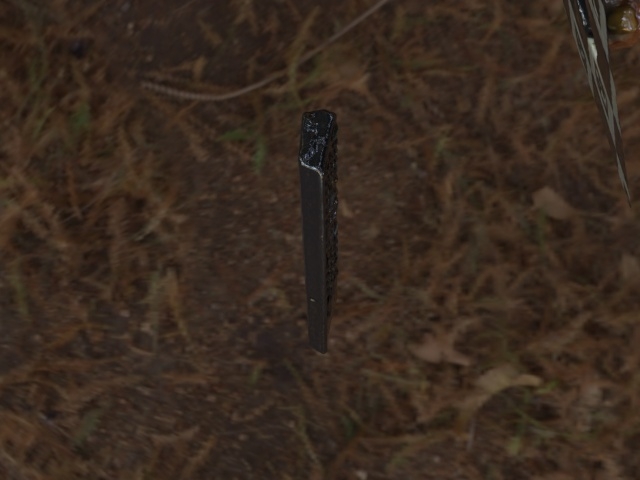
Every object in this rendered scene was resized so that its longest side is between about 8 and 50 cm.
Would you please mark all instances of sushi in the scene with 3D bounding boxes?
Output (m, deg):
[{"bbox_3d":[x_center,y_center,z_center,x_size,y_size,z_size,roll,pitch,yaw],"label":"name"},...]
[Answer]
[{"bbox_3d":[0.111,-0.144,0.535,0.040,0.192,0.210,-15,59,9],"label":"sushi"}]

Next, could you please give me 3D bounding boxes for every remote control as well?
[{"bbox_3d":[0.000,0.000,1.002,0.025,0.245,0.063,3,53,4],"label":"remote control"}]
